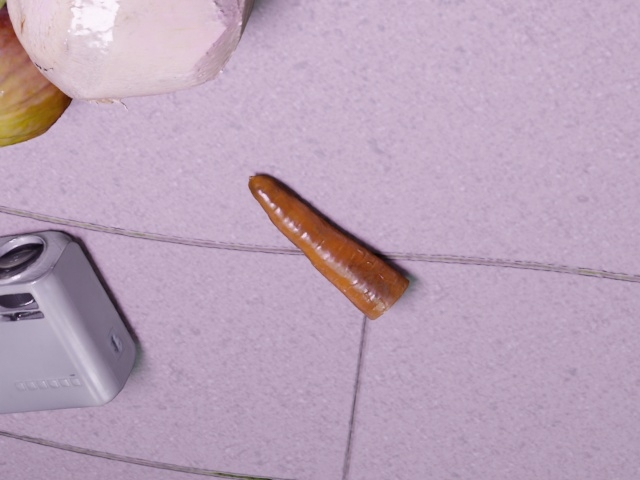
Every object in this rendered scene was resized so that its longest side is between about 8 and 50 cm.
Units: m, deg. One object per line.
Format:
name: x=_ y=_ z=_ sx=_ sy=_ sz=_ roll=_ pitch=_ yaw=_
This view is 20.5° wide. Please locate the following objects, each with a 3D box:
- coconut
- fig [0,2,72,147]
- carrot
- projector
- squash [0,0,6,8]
coconut: x=-0.164 y=-0.235 z=1.651 sx=0.234 sy=0.224 sz=0.224 roll=2 pitch=143 yaw=-33
fig: x=-0.356 y=-0.144 z=1.807 sx=0.160 sy=0.231 sz=0.143 roll=50 pitch=169 yaw=-32
carrot: x=0.000 y=0.000 z=1.913 sx=0.210 sy=0.061 sz=0.061 roll=41 pitch=131 yaw=-11
projector: x=-0.369 y=0.098 z=2.088 sx=0.250 sy=0.108 sz=0.198 roll=-7 pitch=128 yaw=26
squash: x=-0.442 y=-0.301 z=1.702 sx=0.189 sy=0.189 sz=0.260 roll=-23 pitch=125 yaw=34
